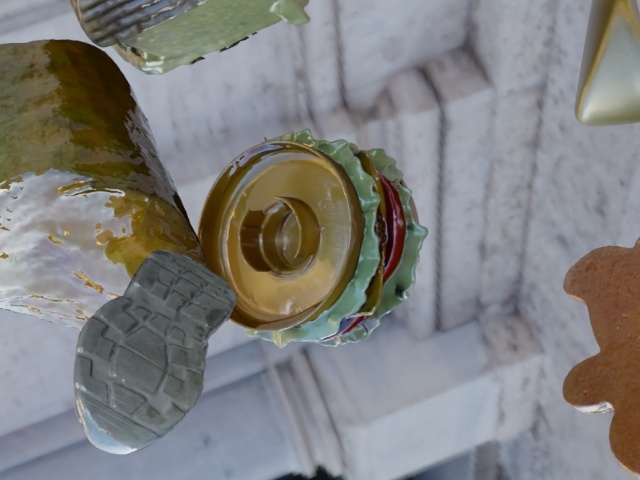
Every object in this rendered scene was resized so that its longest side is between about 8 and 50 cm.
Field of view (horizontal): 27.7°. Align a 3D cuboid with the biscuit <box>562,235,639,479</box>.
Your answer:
[{"bbox_3d":[0.344,0.114,1.335,0.049,0.205,0.324,43,-150,-32],"label":"biscuit"}]

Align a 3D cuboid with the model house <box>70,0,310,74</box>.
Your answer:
[{"bbox_3d":[-0.194,-0.344,1.340,0.321,0.261,0.266,69,-164,5],"label":"model house"}]

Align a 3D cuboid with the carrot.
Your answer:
[{"bbox_3d":[-0.272,-0.047,1.325,0.241,0.241,0.341,83,165,-57],"label":"carrot"}]

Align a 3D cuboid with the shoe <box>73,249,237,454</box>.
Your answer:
[{"bbox_3d":[-0.144,0.104,1.009,0.099,0.125,0.227,33,-149,-4],"label":"shoe"}]

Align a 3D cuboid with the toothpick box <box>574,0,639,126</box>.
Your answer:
[{"bbox_3d":[0.444,-0.261,1.142,0.409,0.425,0.409,1,-90,-74],"label":"toothpick box"}]

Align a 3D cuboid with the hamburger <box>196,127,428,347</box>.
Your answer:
[{"bbox_3d":[0.000,0.000,1.634,0.212,0.274,0.274,6,-125,-55],"label":"hamburger"}]
